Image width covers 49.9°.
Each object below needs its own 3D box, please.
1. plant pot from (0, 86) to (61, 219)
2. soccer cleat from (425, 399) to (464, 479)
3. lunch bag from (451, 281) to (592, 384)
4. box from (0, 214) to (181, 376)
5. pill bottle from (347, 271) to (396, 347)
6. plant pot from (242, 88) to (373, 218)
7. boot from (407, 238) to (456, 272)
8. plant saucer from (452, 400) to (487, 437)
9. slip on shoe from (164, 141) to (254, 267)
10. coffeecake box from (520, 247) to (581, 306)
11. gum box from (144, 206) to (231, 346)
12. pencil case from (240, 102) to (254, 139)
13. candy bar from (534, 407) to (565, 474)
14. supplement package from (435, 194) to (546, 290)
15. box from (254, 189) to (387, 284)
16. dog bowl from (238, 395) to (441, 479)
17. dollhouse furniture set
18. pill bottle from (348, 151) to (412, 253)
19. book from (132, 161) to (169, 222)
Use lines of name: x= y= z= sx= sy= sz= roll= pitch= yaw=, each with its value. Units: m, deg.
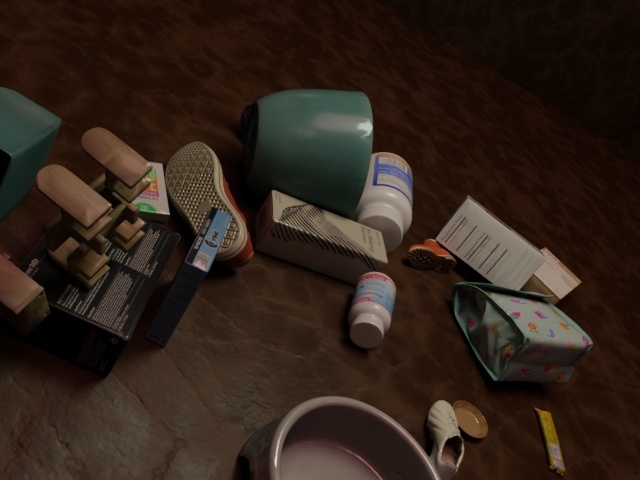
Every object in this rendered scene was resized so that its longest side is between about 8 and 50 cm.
plant pot: x=-0.541 y=-0.151 z=1.127 sx=0.165 sy=0.165 sz=0.234 roll=31 pitch=25 yaw=-6
soccer cleat: x=0.230 y=0.357 z=1.239 sx=0.068 sy=0.076 sz=0.196 roll=31 pitch=33 yaw=-6
lunch bag: x=0.442 y=0.190 z=1.568 sx=0.223 sy=0.160 sz=0.262 roll=10 pitch=29 yaw=-28
box: x=-0.354 y=0.056 z=1.075 sx=0.184 sy=0.103 sz=0.261 roll=30 pitch=34 yaw=-12
pill bottle: x=0.103 y=0.141 z=1.387 sx=0.087 sy=0.087 sz=0.160 roll=31 pitch=33 yaw=-7
plant pot: x=-0.044 y=-0.202 z=1.524 sx=0.235 sy=0.293 sz=0.293 roll=7 pitch=41 yaw=-16
boot: x=0.259 y=0.029 z=1.701 sx=0.158 sy=0.059 sz=0.084 roll=15 pitch=34 yaw=-42
plant saucer: x=0.290 y=0.354 z=1.351 sx=0.083 sy=0.015 sz=0.083 roll=24 pitch=34 yaw=-17
slip on shoe: x=-0.221 y=-0.072 z=1.364 sx=0.331 sy=0.123 sz=0.101 roll=58 pitch=-1 yaw=36
coffeecake box: x=0.622 y=0.108 z=1.906 sx=0.142 sy=0.068 sz=0.185 roll=48 pitch=35 yaw=19
gum box: x=-0.214 y=0.058 z=1.120 sx=0.041 sy=0.184 sz=0.157 roll=28 pitch=33 yaw=-11
pencil case: x=-0.065 y=-0.302 z=1.762 sx=0.133 sy=0.119 sz=0.306 roll=32 pitch=30 yaw=26
candy bar: x=0.480 y=0.416 z=1.440 sx=0.040 sy=0.018 sz=0.161 roll=23 pitch=35 yaw=-12
supplement package: x=0.434 y=0.011 z=1.770 sx=0.244 sy=0.134 sz=0.139 roll=38 pitch=13 yaw=4
box: x=0.000 y=0.000 z=1.466 sx=0.275 sy=0.094 sz=0.113 roll=19 pitch=37 yaw=-22
dog bowl: x=0.043 y=0.386 z=1.016 sx=0.349 sy=0.102 sz=0.348 roll=23 pitch=35 yaw=-17
dollhouse furniture set: x=-0.361 y=-0.026 z=0.902 sx=0.161 sy=0.212 sz=0.242 roll=38 pitch=61 yaw=3
pill bottle: x=0.145 y=-0.087 z=1.652 sx=0.152 sy=0.152 sz=0.272 roll=28 pitch=35 yaw=-11
book: x=-0.352 y=-0.098 z=1.340 sx=0.096 sy=0.035 sz=0.144 roll=8 pitch=43 yaw=-29
